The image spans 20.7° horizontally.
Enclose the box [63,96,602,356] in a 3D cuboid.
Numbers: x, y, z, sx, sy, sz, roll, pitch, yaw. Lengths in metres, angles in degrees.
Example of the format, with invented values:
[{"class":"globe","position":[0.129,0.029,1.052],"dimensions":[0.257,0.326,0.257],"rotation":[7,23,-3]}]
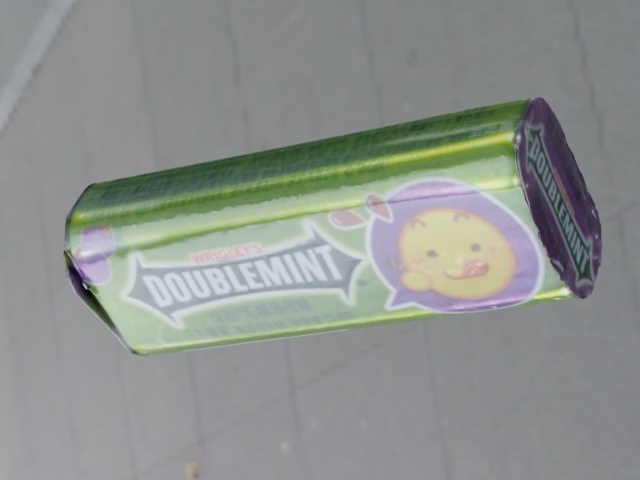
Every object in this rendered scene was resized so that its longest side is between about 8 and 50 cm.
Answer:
[{"class":"box","position":[0.000,0.000,1.153],"dimensions":[0.134,0.345,0.097],"rotation":[61,-145,-33]}]
